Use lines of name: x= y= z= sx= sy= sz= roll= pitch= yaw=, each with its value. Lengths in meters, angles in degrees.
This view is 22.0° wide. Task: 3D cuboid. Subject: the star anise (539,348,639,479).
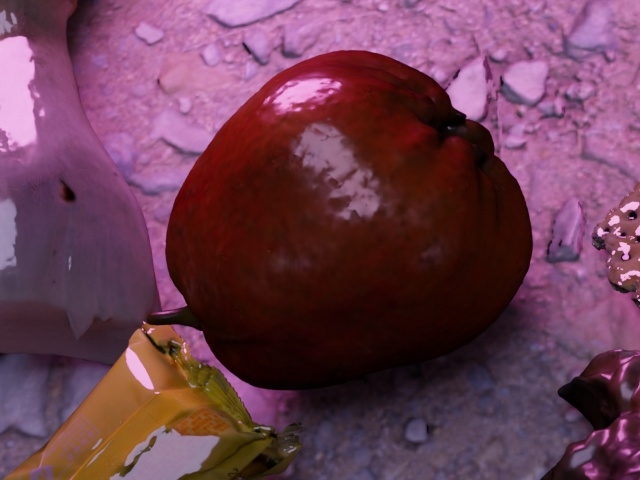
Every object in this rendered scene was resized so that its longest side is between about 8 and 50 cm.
star anise: x=0.255 y=0.125 z=0.950 sx=0.315 sy=0.108 sz=0.315 roll=-24 pitch=19 yaw=9

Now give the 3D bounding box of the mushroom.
mushroom: x=-0.211 y=-0.064 z=1.223 sx=0.122 sy=0.159 sz=0.328 roll=-26 pitch=62 yaw=29

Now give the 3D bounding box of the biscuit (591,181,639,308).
biscuit: x=0.261 y=-0.030 z=1.109 sx=0.203 sy=0.016 sz=0.144 roll=-43 pitch=28 yaw=-13

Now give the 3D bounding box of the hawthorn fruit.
hawthorn fruit: x=0.000 y=0.000 z=1.106 sx=0.261 sy=0.224 sz=0.224 roll=-37 pitch=54 yaw=14

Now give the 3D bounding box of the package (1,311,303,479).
package: x=-0.131 y=0.168 z=1.108 sx=0.226 sy=0.090 sz=0.168 roll=-46 pitch=60 yaw=-6
